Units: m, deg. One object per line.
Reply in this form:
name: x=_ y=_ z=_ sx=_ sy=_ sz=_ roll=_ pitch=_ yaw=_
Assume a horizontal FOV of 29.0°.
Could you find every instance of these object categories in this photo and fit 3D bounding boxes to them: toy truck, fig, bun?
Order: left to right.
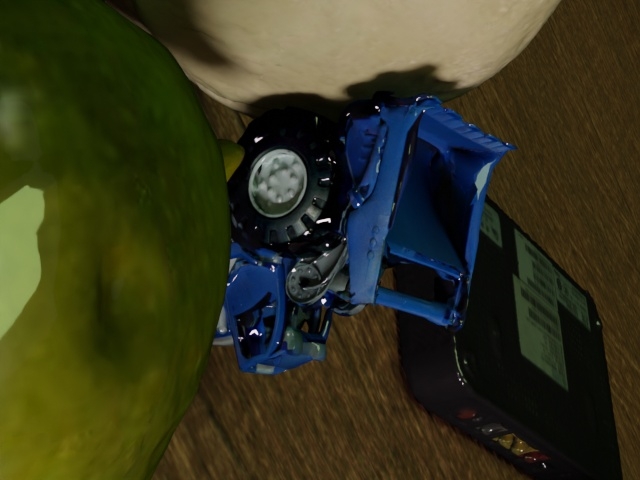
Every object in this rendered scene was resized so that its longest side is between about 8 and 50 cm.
fig: x=-0.124 y=0.023 z=0.445 sx=0.314 sy=0.233 sz=0.233 roll=43 pitch=35 yaw=-71
bun: x=-0.033 y=-0.223 z=0.630 sx=0.202 sy=0.364 sz=0.364 roll=-28 pitch=98 yaw=-46
toy truck: x=0.000 y=0.000 z=0.674 sx=0.113 sy=0.208 sz=0.126 roll=18 pitch=57 yaw=-56

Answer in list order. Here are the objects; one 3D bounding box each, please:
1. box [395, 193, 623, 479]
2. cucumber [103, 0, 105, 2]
box: x=0.174 y=0.092 z=1.100 sx=0.350 sy=0.058 sz=0.211 roll=36 pitch=43 yaw=-48
cucumber: x=-0.186 y=-0.158 z=0.590 sx=0.115 sy=0.063 sz=0.244 roll=-40 pitch=109 yaw=-54
